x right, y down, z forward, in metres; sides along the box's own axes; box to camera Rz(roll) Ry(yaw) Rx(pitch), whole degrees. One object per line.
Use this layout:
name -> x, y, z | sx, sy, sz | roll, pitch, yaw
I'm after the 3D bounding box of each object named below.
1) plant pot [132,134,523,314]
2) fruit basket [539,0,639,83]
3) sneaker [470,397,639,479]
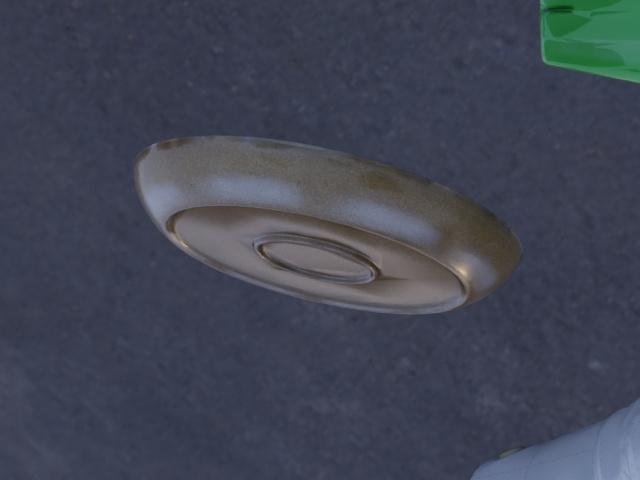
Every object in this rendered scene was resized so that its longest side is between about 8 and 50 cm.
plant pot -> 0.000, 0.000, 0.807 | 0.236, 0.032, 0.236 | 13, 163, 4
fruit basket -> 0.330, -0.255, 0.900 | 0.392, 0.392, 0.283 | 14, 118, 41
sneaker -> 0.138, 0.188, 0.414 | 0.169, 0.108, 0.293 | -29, 72, 43
